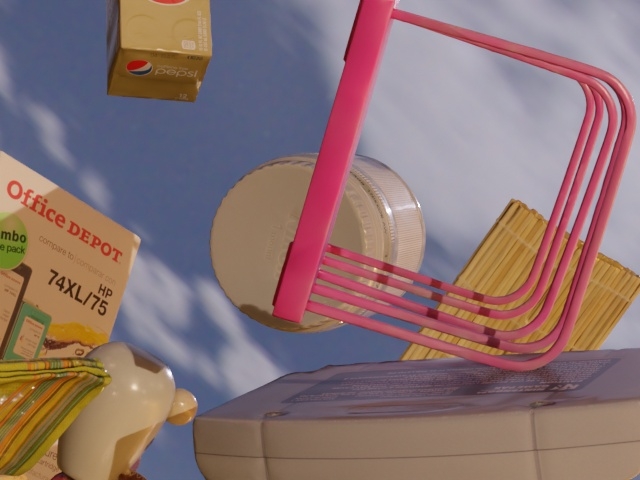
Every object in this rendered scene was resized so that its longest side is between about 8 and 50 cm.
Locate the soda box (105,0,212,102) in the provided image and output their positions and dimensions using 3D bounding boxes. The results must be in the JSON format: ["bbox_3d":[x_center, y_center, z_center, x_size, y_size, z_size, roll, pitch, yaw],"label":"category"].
[{"bbox_3d":[-0.110,-0.184,1.192,0.061,0.181,0.058,4,-29,-15],"label":"soda box"}]

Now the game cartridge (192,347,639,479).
[{"bbox_3d":[0.080,0.113,1.109,0.294,0.060,0.196,-5,2,26],"label":"game cartridge"}]

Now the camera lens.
[{"bbox_3d":[0.000,0.000,2.209,0.219,0.219,0.274,39,13,12],"label":"camera lens"}]

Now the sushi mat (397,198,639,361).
[{"bbox_3d":[0.155,0.126,1.679,0.151,0.316,0.019,33,12,-6],"label":"sushi mat"}]

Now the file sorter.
[{"bbox_3d":[0.091,-0.043,1.173,0.182,0.202,0.290,17,8,1],"label":"file sorter"}]

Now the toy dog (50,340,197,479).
[{"bbox_3d":[-0.142,0.250,1.282,0.161,0.333,0.220,11,35,-32],"label":"toy dog"}]

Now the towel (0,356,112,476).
[{"bbox_3d":[-0.220,0.114,1.066,0.021,0.102,0.237,45,16,20],"label":"towel"}]

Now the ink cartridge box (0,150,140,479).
[{"bbox_3d":[-0.331,0.079,1.628,0.197,0.270,0.198,0,-24,40],"label":"ink cartridge box"}]
